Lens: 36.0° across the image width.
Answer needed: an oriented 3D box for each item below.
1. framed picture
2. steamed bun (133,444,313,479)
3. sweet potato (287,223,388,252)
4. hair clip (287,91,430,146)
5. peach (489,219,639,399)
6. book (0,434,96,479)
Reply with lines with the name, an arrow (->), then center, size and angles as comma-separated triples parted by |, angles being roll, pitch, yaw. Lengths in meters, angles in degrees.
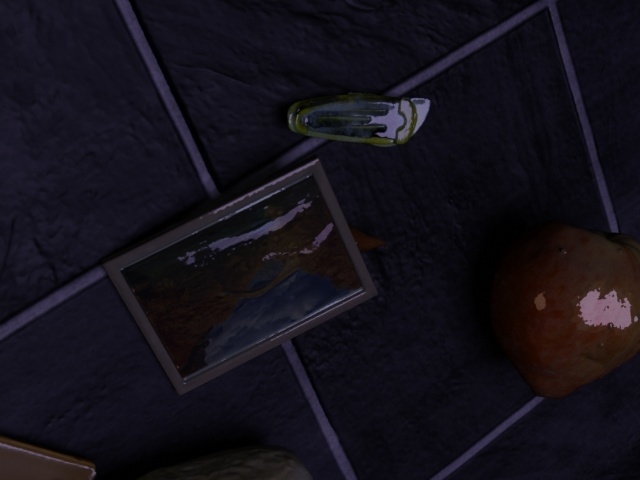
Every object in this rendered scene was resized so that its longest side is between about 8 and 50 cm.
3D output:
framed picture -> -0.080, 0.040, 1.051 | 0.250, 0.016, 0.184 | -26, 116, -4
steamed bun -> -0.089, 0.371, 1.024 | 0.290, 0.272, 0.273 | -20, 111, -29
sweet potato -> 0.000, 0.000, 1.108 | 0.195, 0.056, 0.056 | 5, 100, -36
hair clip -> 0.041, -0.135, 1.105 | 0.189, 0.033, 0.060 | -3, 106, -33
peach -> 0.313, 0.092, 1.225 | 0.233, 0.232, 0.232 | -8, 106, -29
book -> -0.438, 0.280, 0.931 | 0.389, 0.032, 0.268 | 25, 90, -32
